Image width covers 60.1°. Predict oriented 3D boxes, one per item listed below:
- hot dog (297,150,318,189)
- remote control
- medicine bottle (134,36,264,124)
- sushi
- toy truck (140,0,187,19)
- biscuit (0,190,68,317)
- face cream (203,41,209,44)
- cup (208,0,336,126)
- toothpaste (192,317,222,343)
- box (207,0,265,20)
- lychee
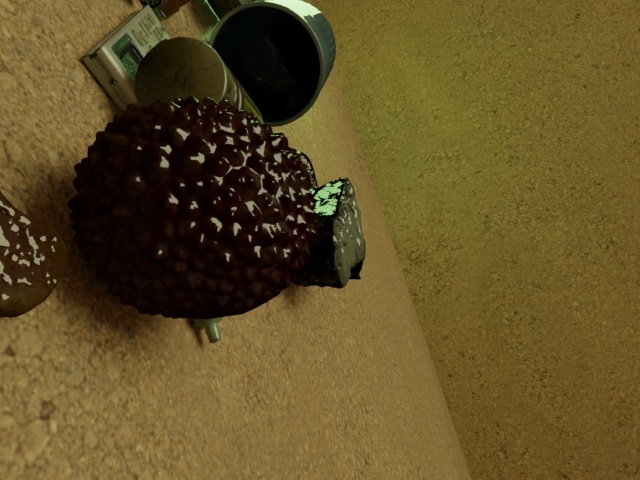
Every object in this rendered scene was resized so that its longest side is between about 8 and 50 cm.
[{"bbox_3d":[-0.042,-0.140,1.639,0.270,0.082,0.162,67,17,-5],"label":"hot dog"},{"bbox_3d":[-0.331,-0.339,0.998,0.102,0.056,0.277,57,19,-31],"label":"remote control"},{"bbox_3d":[-0.203,-0.236,1.024,0.322,0.151,0.151,34,35,-82],"label":"medicine bottle"},{"bbox_3d":[0.000,0.000,1.389,0.348,0.208,0.234,-70,148,-59],"label":"sushi"},{"bbox_3d":[-0.346,-0.657,1.139,0.338,0.185,0.133,60,17,-27],"label":"toy truck"},{"bbox_3d":[-0.396,-0.091,0.444,0.431,0.064,0.283,62,26,-16],"label":"biscuit"},{"bbox_3d":[-0.256,-0.445,1.353,0.075,0.075,0.229,65,15,-11],"label":"face cream"},{"bbox_3d":[-0.094,-0.408,1.333,0.311,0.257,0.330,-72,160,-62],"label":"cup"},{"bbox_3d":[-0.214,0.040,0.909,0.069,0.047,0.268,1,64,-59],"label":"toothpaste"},{"bbox_3d":[-0.240,-0.659,1.495,0.243,0.067,0.155,36,-10,47],"label":"box"},{"bbox_3d":[-0.157,-0.042,0.731,0.330,0.306,0.305,66,10,-56],"label":"lychee"}]
